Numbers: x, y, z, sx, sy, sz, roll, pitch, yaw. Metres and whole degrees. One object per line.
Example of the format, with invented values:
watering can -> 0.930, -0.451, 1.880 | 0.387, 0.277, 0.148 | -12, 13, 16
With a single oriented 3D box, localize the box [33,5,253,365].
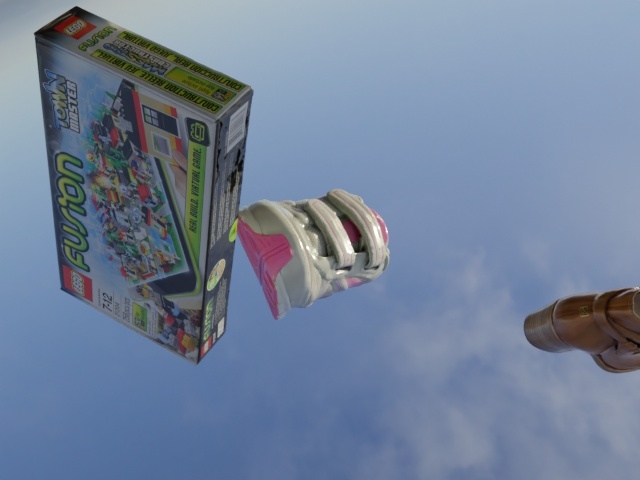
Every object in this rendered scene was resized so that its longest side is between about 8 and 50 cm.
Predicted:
box -> -0.105, -0.022, 0.514 | 0.114, 0.207, 0.036 | 26, -133, 14

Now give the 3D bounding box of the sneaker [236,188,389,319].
sneaker -> 0.000, 0.000, 0.763 | 0.111, 0.103, 0.252 | -24, 177, 8

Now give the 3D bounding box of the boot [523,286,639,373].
boot -> 0.318, 0.085, 0.849 | 0.197, 0.073, 0.152 | 4, 164, -25
